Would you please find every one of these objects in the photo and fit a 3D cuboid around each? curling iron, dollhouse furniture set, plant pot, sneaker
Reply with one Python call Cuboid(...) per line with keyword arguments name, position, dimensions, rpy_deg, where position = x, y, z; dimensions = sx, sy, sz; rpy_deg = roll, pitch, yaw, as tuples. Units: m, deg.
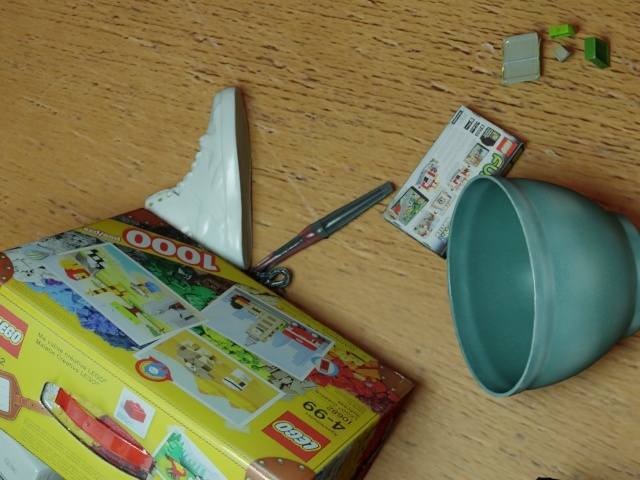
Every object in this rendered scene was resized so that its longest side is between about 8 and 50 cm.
Cuboid(name="curling iron", position=(0.000, 0.000, 1.621), dimensions=(0.274, 0.035, 0.068), rpy_deg=(-38, 83, 2))
Cuboid(name="dollhouse furniture set", position=(0.350, -0.277, 1.598), dimensions=(0.152, 0.059, 0.076), rpy_deg=(-5, 83, 34))
Cuboid(name="plant pot", position=(0.311, 0.053, 1.417), dimensions=(0.196, 0.293, 0.293), rpy_deg=(-4, 75, -13))
Cuboid(name="sneaker", position=(-0.196, -0.096, 1.657), dimensions=(0.169, 0.108, 0.292), rpy_deg=(-3, 78, 11))

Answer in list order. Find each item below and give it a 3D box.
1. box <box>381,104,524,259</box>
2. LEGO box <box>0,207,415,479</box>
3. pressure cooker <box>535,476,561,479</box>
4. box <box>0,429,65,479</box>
Cuboid(name="box", position=(0.198, -0.087, 1.586), dimensions=(0.114, 0.036, 0.207), rpy_deg=(36, 88, 19))
Cuboid(name="LEGO box", position=(-0.184, 0.188, 1.417), dimensions=(0.500, 0.372, 0.193), rpy_deg=(32, 115, 17))
Cuboid(name="pressure cooker", position=(0.340, 0.527, 1.227), dimensions=(0.420, 0.375, 0.369), rpy_deg=(30, 83, 20))
Cuboid(name="box", position=(-0.462, 0.322, 1.564), dimensions=(0.182, 0.119, 0.181), rpy_deg=(42, 114, 20))
